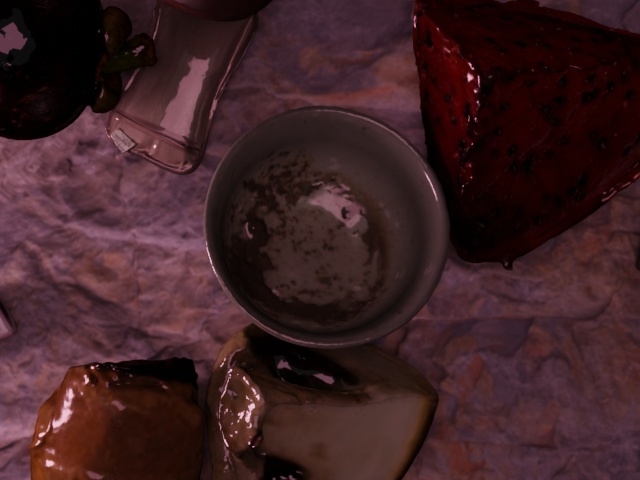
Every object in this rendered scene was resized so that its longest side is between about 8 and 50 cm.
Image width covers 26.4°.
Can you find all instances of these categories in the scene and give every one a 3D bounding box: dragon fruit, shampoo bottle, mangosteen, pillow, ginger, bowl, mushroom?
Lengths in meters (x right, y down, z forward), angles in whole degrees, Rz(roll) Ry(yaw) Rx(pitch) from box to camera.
[{"bbox_3d":[0.273,-0.156,1.658,0.329,0.228,0.286,-14,124,-18],"label":"dragon fruit"},{"bbox_3d":[-0.437,0.105,1.691,0.099,0.043,0.072,-27,91,1],"label":"shampoo bottle"},{"bbox_3d":[-0.323,-0.227,1.598,0.265,0.228,0.228,6,92,-13],"label":"mangosteen"},{"bbox_3d":[-0.172,-0.202,1.682,0.131,0.038,0.232,23,91,3],"label":"pillow"},{"bbox_3d":[-0.236,0.256,1.583,0.200,0.269,0.223,-2,80,-9],"label":"ginger"},{"bbox_3d":[0.000,0.000,1.617,0.289,0.146,0.289,2,74,-7],"label":"bowl"},{"bbox_3d":[-0.042,0.227,1.611,0.212,0.292,0.217,39,115,33],"label":"mushroom"}]

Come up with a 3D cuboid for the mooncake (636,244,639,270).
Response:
[{"bbox_3d":[0.461,-0.007,1.663,0.130,0.073,0.125,14,90,-1],"label":"mooncake"}]

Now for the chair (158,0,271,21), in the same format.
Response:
[{"bbox_3d":[-0.096,-0.446,1.581,0.226,0.226,0.401,23,91,0],"label":"chair"}]
